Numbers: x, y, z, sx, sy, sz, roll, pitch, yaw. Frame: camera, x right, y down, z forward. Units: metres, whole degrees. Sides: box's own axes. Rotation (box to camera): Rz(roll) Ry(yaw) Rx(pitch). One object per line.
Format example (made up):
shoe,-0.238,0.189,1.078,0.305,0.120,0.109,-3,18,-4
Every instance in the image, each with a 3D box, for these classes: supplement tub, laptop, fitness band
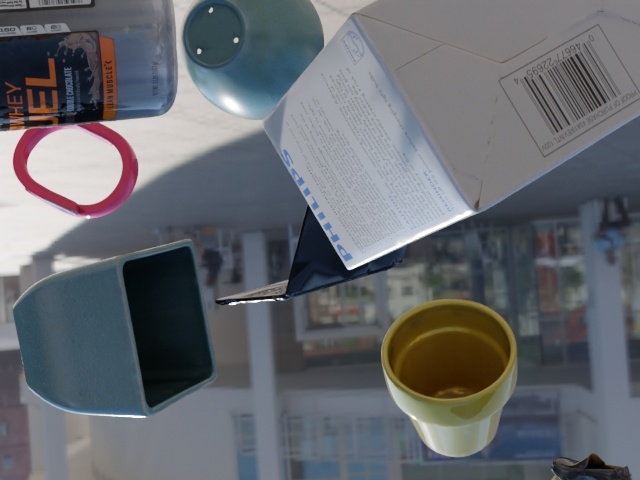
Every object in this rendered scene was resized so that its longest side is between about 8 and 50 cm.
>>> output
supplement tub,-0.349,-0.233,1.171,0.337,0.207,0.207,-8,180,-17
laptop,0.000,0.000,1.455,0.234,0.137,0.264,-13,-176,-40
fitness band,-0.530,-0.165,2.164,0.290,0.209,0.054,26,165,19

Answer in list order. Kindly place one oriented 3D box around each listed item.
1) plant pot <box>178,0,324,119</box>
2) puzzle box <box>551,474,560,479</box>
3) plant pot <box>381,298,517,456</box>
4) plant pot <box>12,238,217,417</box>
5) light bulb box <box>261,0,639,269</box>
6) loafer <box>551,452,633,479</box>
plant pot,-0.161,-0.389,1.947,0.290,0.290,0.195,-5,180,22
puzzle box,0.448,0.634,1.826,0.272,0.409,0.052,28,-174,-22
plant pot,0.257,0.282,1.928,0.253,0.239,0.254,-8,-137,7
plant pot,-0.351,0.147,1.632,0.252,0.247,0.248,-8,-176,21
light bulb box,0.169,-0.166,1.123,0.357,0.225,0.361,-30,180,-20
loafer,0.459,0.387,1.680,0.062,0.061,0.170,-9,-170,-35
